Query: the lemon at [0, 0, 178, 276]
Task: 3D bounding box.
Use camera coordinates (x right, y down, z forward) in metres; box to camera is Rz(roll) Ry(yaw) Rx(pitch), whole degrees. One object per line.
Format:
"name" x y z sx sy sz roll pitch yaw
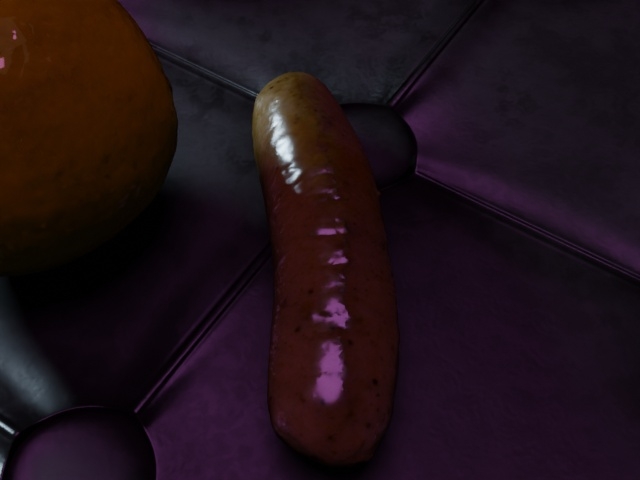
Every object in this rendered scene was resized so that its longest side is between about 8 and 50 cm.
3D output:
"lemon" -0.316 -0.126 0.935 0.347 0.348 0.348 0 54 0

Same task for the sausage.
"sausage" 0.003 -0.001 0.966 0.136 0.123 0.501 -22 51 20
